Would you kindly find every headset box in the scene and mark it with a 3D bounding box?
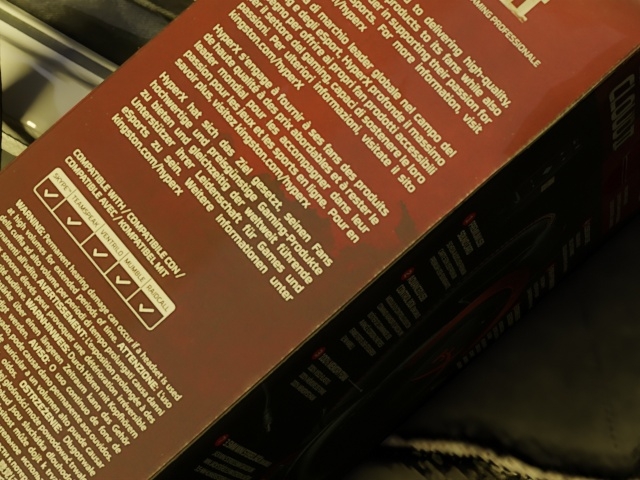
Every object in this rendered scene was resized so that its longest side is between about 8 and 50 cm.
[{"bbox_3d":[0.000,0.000,0.563,0.293,0.218,0.110,-42,74,0],"label":"headset box"}]

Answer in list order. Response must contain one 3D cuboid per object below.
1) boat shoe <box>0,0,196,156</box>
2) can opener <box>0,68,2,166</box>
[{"bbox_3d":[-0.164,-0.128,0.687,0.335,0.121,0.119,32,77,4],"label":"boat shoe"},{"bbox_3d":[-0.138,-0.011,0.627,0.073,0.186,0.059,-8,38,-18],"label":"can opener"}]
